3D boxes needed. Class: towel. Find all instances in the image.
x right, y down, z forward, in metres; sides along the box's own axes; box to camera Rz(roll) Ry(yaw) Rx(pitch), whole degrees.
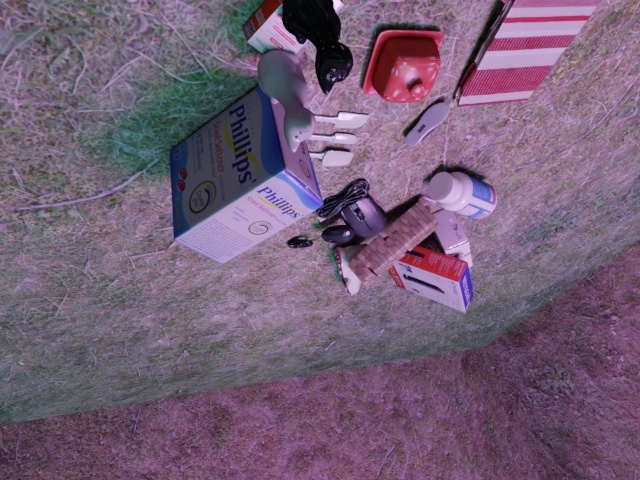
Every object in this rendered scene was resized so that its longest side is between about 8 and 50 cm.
[{"bbox_3d":[0.471,-0.448,1.013,0.237,0.037,0.329,-9,152,-16],"label":"towel"}]

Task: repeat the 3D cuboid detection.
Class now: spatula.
[{"bbox_3d":[-0.012,-0.253,1.103,0.242,0.019,0.168,-2,146,-23],"label":"spatula"}]

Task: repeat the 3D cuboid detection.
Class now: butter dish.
[{"bbox_3d":[0.191,-0.354,0.953,0.160,0.118,0.160,-7,146,-17],"label":"butter dish"}]

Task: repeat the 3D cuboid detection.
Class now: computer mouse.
[{"bbox_3d":[0.128,-0.070,1.400,0.188,0.072,0.272,-31,145,20],"label":"computer mouse"},{"bbox_3d":[0.000,0.000,1.417,0.242,0.041,0.071,-15,149,29],"label":"computer mouse"}]

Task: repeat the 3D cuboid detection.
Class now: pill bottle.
[{"bbox_3d":[0.445,-0.146,1.390,0.221,0.124,0.124,12,137,-38],"label":"pill bottle"}]

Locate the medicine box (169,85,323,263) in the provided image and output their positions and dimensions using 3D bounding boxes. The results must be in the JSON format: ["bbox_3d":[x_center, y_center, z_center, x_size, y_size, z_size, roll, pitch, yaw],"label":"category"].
[{"bbox_3d":[-0.170,-0.140,0.958,0.289,0.263,0.149,-29,144,21],"label":"medicine box"}]

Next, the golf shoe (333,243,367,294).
[{"bbox_3d":[0.137,0.114,1.652,0.140,0.115,0.306,-20,149,-2],"label":"golf shoe"}]

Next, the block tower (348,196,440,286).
[{"bbox_3d":[0.246,0.009,1.464,0.335,0.097,0.091,-43,156,7],"label":"block tower"}]

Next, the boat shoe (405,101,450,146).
[{"bbox_3d":[0.279,-0.303,1.150,0.142,0.049,0.040,-43,173,32],"label":"boat shoe"}]

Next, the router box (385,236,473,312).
[{"bbox_3d":[0.404,0.131,1.657,0.082,0.301,0.335,-61,148,-15],"label":"router box"}]

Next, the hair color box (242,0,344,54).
[{"bbox_3d":[-0.052,-0.411,0.810,0.167,0.053,0.093,-36,145,25],"label":"hair color box"}]

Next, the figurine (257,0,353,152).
[{"bbox_3d":[-0.028,-0.288,0.762,0.092,0.209,0.215,2,144,-31],"label":"figurine"}]

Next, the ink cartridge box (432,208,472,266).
[{"bbox_3d":[0.471,0.003,1.595,0.092,0.158,0.218,-23,147,8],"label":"ink cartridge box"}]

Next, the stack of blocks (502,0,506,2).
[{"bbox_3d":[0.430,-0.578,0.755,0.297,0.087,0.171,-26,147,14],"label":"stack of blocks"}]
